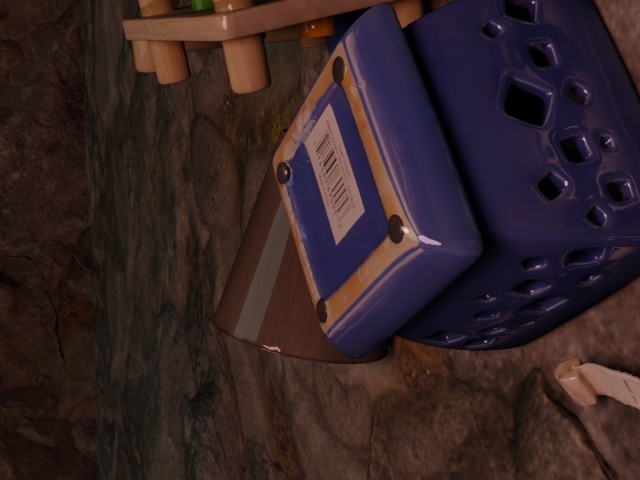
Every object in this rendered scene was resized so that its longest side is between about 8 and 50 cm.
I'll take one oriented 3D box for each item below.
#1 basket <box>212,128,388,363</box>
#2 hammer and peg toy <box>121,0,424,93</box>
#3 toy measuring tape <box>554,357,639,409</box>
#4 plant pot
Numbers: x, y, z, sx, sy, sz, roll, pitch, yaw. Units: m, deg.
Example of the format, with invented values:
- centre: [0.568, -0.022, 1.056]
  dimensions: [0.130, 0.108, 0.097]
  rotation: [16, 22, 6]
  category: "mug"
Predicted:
- centre: [0.000, 0.000, 0.936]
  dimensions: [0.154, 0.204, 0.227]
  rotation: [-82, 4, -76]
  category: "basket"
- centre: [-0.066, -0.252, 0.896]
  dimensions: [0.361, 0.265, 0.127]
  rotation: [22, 127, 57]
  category: "hammer and peg toy"
- centre: [0.242, 0.162, 0.513]
  dimensions: [0.330, 0.121, 0.121]
  rotation: [17, 110, 62]
  category: "toy measuring tape"
- centre: [0.099, -0.045, 0.664]
  dimensions: [0.236, 0.212, 0.236]
  rotation: [-52, 50, 56]
  category: "plant pot"
